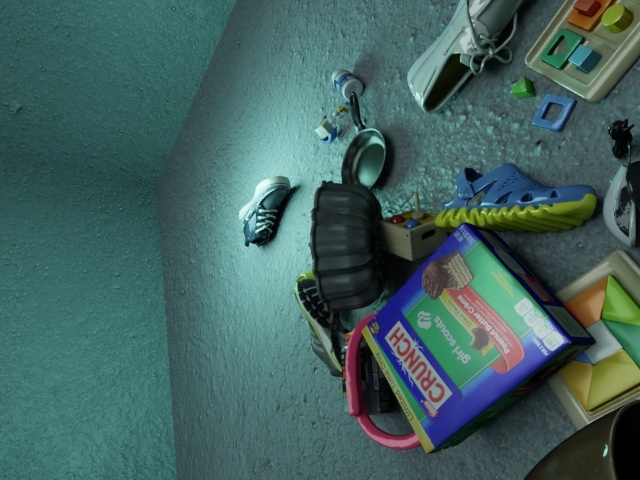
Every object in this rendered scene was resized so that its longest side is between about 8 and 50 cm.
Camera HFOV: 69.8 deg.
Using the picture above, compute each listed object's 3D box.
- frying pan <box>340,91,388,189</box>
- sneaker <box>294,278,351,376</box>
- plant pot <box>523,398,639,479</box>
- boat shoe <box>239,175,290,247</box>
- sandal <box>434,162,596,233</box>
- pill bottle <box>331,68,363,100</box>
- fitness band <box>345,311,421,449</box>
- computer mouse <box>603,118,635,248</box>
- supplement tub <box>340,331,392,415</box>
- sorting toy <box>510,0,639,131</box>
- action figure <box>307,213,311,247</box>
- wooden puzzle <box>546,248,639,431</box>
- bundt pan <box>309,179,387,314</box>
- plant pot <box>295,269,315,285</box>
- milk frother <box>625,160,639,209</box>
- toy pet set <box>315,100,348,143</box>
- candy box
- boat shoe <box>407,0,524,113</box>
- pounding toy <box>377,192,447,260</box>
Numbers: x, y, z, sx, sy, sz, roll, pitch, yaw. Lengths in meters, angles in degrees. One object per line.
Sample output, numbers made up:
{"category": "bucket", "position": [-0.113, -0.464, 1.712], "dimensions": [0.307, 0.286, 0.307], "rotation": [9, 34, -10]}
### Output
{"category": "frying pan", "position": [0.109, -0.266, 1.340], "dimensions": [0.197, 0.053, 0.326], "rotation": [-53, 39, 33]}
{"category": "sneaker", "position": [0.003, 0.243, 1.252], "dimensions": [0.299, 0.111, 0.121], "rotation": [62, 141, 21]}
{"category": "plant pot", "position": [0.393, 0.355, 0.627], "dimensions": [0.230, 0.216, 0.215], "rotation": [122, 143, -52]}
{"category": "boat shoe", "position": [-0.198, -0.094, 1.699], "dimensions": [0.340, 0.127, 0.158], "rotation": [-41, 55, 53]}
{"category": "sandal", "position": [0.352, -0.085, 0.870], "dimensions": [0.317, 0.126, 0.138], "rotation": [2, 78, 55]}
{"category": "pill bottle", "position": [0.079, -0.491, 1.433], "dimensions": [0.067, 0.067, 0.120], "rotation": [-59, 38, 27]}
{"category": "fitness band", "position": [0.162, 0.299, 1.005], "dimensions": [0.209, 0.054, 0.290], "rotation": [-8, 70, 15]}
{"category": "computer mouse", "position": [0.467, -0.083, 0.719], "dimensions": [0.042, 0.106, 0.192], "rotation": [-1, 85, 31]}
{"category": "supplement tub", "position": [0.109, 0.320, 1.110], "dimensions": [0.117, 0.117, 0.190], "rotation": [-28, 58, 49]}
{"category": "sorting toy", "position": [0.481, -0.371, 0.822], "dimensions": [0.347, 0.047, 0.196], "rotation": [-58, 39, 28]}
{"category": "action figure", "position": [0.000, 0.000, 1.391], "dimensions": [0.137, 0.064, 0.232], "rotation": [121, 153, -46]}
{"category": "wooden puzzle", "position": [0.443, 0.165, 0.726], "dimensions": [0.238, 0.044, 0.221], "rotation": [-53, 42, 34]}
{"category": "bundt pan", "position": [0.084, 0.012, 1.104], "dimensions": [0.124, 0.331, 0.330], "rotation": [-4, 74, 17]}
{"category": "plant pot", "position": [-0.018, 0.140, 1.369], "dimensions": [0.134, 0.095, 0.134], "rotation": [-22, 63, 51]}
{"category": "milk frother", "position": [0.513, -0.120, 0.622], "dimensions": [0.135, 0.129, 0.143], "rotation": [150, 117, -63]}
{"category": "toy pet set", "position": [0.044, -0.370, 1.480], "dimensions": [0.122, 0.065, 0.114], "rotation": [-18, 31, 50]}
{"category": "candy box", "position": [0.254, 0.172, 0.827], "dimensions": [0.317, 0.122, 0.268], "rotation": [-54, 46, 27]}
{"category": "boat shoe", "position": [0.328, -0.415, 0.984], "dimensions": [0.367, 0.136, 0.156], "rotation": [-45, 46, 44]}
{"category": "pounding toy", "position": [0.216, -0.036, 1.055], "dimensions": [0.130, 0.141, 0.100], "rotation": [24, 129, 56]}
